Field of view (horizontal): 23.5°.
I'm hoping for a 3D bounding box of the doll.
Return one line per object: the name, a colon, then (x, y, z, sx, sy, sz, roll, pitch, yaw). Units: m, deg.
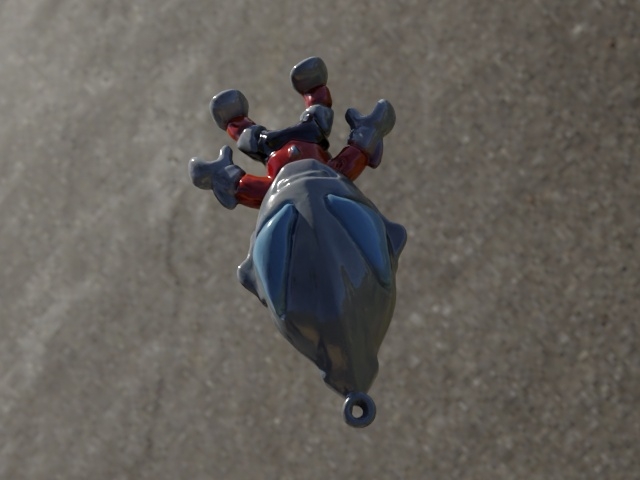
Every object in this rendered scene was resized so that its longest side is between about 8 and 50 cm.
doll: (0.000, -0.001, 0.443, 0.039, 0.057, 0.114, 123, 137, -53)
